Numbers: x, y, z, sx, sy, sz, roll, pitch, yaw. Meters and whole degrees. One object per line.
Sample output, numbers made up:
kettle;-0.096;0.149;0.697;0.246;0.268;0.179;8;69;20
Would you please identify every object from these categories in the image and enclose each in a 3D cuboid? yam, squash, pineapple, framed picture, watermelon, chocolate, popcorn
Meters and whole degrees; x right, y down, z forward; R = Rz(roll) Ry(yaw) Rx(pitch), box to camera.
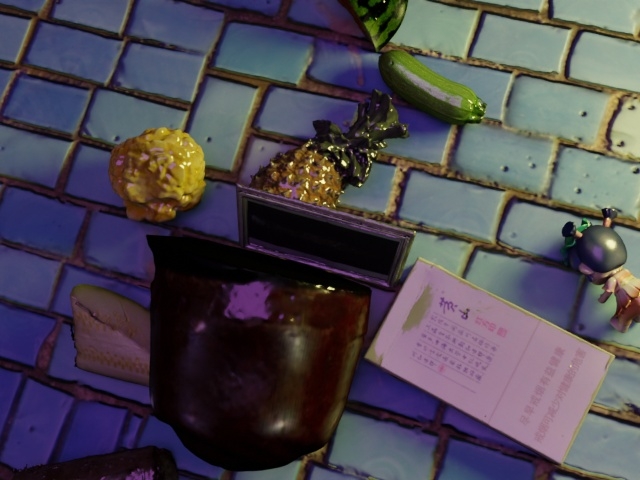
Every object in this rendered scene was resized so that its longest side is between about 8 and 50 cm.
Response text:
yam;-0.387;0.421;1.571;0.279;0.131;0.131;-12;77;4
squash;0.195;-0.270;1.672;0.219;0.068;0.077;30;78;12
pineapple;0.013;-0.143;1.642;0.310;0.141;0.170;-41;51;-10
framed picture;0.000;0.000;1.541;0.293;0.231;0.018;15;66;4
squash;-0.299;0.165;1.621;0.252;0.170;0.093;12;36;11
watermelon;0.097;-0.443;1.705;0.193;0.137;0.145;-19;69;-41
chocolate;-0.119;0.188;1.495;0.383;0.383;0.332;16;94;10
popcorn;-0.290;-0.118;1.665;0.179;0.170;0.180;3;65;-6

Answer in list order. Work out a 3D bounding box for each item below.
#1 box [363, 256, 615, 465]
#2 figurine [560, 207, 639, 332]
box;0.278;0.198;1.567;0.365;0.051;0.205;27;83;12
figurine;0.482;0.044;1.552;0.111;0.102;0.195;-27;68;-33
